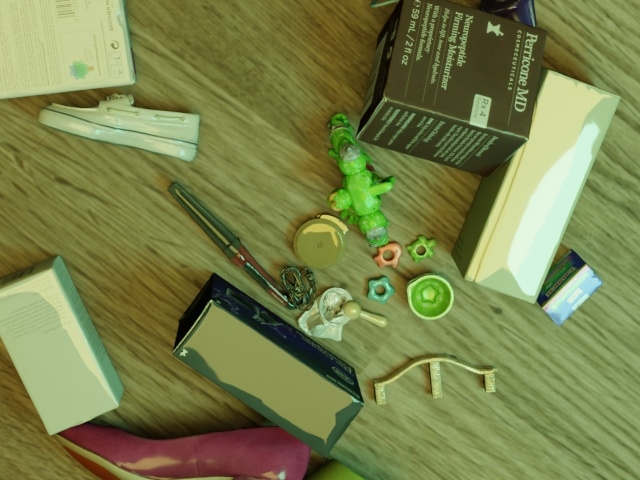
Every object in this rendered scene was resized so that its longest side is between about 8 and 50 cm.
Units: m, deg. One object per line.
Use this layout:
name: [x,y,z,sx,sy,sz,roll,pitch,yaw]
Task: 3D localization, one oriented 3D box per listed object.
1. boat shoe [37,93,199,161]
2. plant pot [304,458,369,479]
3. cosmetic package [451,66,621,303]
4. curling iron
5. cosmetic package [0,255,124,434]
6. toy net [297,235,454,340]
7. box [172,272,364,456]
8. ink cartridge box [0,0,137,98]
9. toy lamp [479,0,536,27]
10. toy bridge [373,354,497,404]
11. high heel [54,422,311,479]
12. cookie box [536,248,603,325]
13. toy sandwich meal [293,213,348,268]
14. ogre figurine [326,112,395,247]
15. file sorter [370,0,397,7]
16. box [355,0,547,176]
boat shoe: [-0.281,-0.171,1.886,0.226,0.083,0.076,13,90,-16]
plant pot: [-0.003,0.480,1.956,0.274,0.275,0.294,34,83,-8]
cosmetic package: [0.297,-0.084,1.875,0.113,0.160,0.310,19,100,-5]
curling iron: [-0.113,0.006,1.944,0.274,0.035,0.068,39,94,-10]
cosmetic package: [-0.387,0.151,1.942,0.117,0.085,0.231,-21,104,3]
toy net: [0.074,0.079,1.960,0.232,0.045,0.122,-18,102,2]
box: [-0.075,0.173,1.905,0.261,0.184,0.103,35,99,-9]
ink cartridge box: [-0.423,-0.293,1.855,0.311,0.065,0.186,-7,102,-3]
toy lamp: [0.223,-0.391,1.816,0.080,0.080,0.275,-29,120,4]
toy bridge: [0.172,0.204,2.000,0.188,0.026,0.063,-7,101,-1]
high heel: [-0.202,0.301,1.965,0.377,0.127,0.181,21,63,15]
cookie box: [0.355,0.067,1.935,0.040,0.107,0.092,43,97,-10]
toy sandwich meal: [0.000,0.000,1.950,0.085,0.029,0.086,0,107,-1]
ogre figurine: [0.056,-0.078,1.888,0.096,0.118,0.197,0,102,-2]
file sorter: [0.103,-0.415,1.802,0.118,0.104,0.170,-12,108,19]
box: [0.174,-0.210,1.809,0.203,0.167,0.169,14,73,-7]
